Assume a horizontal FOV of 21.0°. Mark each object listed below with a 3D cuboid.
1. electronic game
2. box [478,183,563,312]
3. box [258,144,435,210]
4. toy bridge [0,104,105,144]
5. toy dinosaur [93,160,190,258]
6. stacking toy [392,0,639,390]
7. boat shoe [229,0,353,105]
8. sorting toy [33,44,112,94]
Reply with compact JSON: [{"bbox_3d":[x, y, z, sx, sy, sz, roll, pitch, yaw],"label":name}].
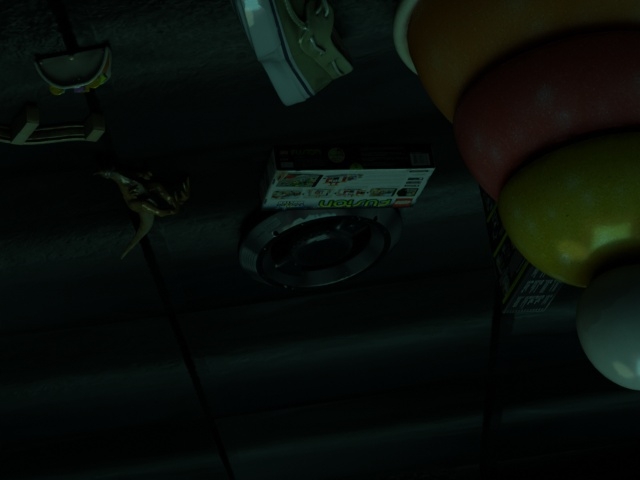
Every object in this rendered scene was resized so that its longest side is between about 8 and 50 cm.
[{"bbox_3d":[0.000,0.000,2.350,0.229,0.048,0.229,-11,150,-6],"label":"electronic game"},{"bbox_3d":[0.262,-0.061,2.095,0.060,0.216,0.270,-4,155,-11],"label":"box"},{"bbox_3d":[0.031,-0.079,2.200,0.207,0.036,0.114,-1,155,-15],"label":"box"},{"bbox_3d":[-0.340,-0.132,1.980,0.188,0.026,0.063,6,155,-29],"label":"toy bridge"},{"bbox_3d":[-0.223,-0.051,2.176,0.112,0.064,0.211,5,150,16],"label":"toy dinosaur"},{"bbox_3d":[0.273,-0.071,1.757,0.350,0.480,0.350,-6,156,-3],"label":"stacking toy"},{"bbox_3d":[-0.035,-0.233,1.790,0.094,0.109,0.302,-26,163,2],"label":"boat shoe"},{"bbox_3d":[-0.263,-0.180,1.896,0.083,0.045,0.075,-10,175,5],"label":"sorting toy"}]
